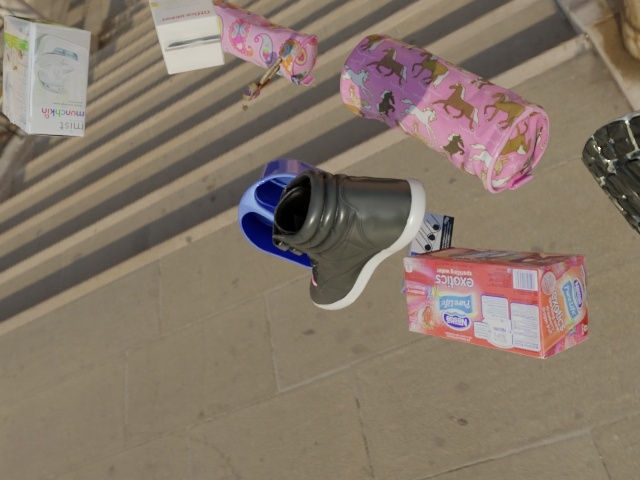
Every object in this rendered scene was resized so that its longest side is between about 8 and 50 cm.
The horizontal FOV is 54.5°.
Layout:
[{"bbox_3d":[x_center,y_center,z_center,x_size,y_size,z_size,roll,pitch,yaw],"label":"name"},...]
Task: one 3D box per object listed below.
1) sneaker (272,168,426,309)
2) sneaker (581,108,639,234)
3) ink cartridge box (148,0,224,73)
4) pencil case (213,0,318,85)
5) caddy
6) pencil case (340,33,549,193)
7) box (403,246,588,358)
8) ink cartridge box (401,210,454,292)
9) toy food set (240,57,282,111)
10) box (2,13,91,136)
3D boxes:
[{"bbox_3d":[0.000,-0.001,0.776,0.295,0.147,0.104,127,150,-57],"label":"sneaker"},{"bbox_3d":[0.335,-0.097,0.467,0.147,0.330,0.129,-33,84,-18],"label":"sneaker"},{"bbox_3d":[-0.207,-0.330,0.955,0.092,0.089,0.143,-14,56,-9],"label":"ink cartridge box"},{"bbox_3d":[-0.138,-0.451,1.419,0.284,0.124,0.124,28,82,18],"label":"pencil case"},{"bbox_3d":[-0.046,-0.063,1.628,0.179,0.342,0.241,-95,29,-58],"label":"caddy"},{"bbox_3d":[0.210,-0.231,1.101,0.386,0.167,0.160,38,101,36],"label":"pencil case"},{"bbox_3d":[0.306,0.100,1.117,0.300,0.142,0.154,2,99,53],"label":"box"},{"bbox_3d":[0.260,0.033,1.500,0.097,0.046,0.207,13,70,-3],"label":"ink cartridge box"},{"bbox_3d":[-0.121,-0.312,1.233,0.019,0.078,0.122,40,93,-2],"label":"toy food set"},{"bbox_3d":[-0.621,-0.369,1.386,0.262,0.127,0.231,28,115,48],"label":"box"}]
